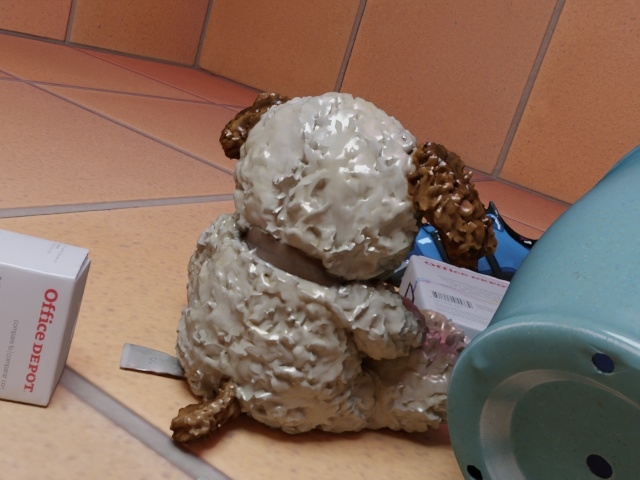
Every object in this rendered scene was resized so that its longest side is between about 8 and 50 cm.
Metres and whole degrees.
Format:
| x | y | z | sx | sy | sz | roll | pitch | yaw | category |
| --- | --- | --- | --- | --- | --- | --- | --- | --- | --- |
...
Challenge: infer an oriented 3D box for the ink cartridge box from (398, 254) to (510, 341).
| x | y | z | sx | sy | sz | roll | pitch | yaw | category |
| --- | --- | --- | --- | --- | --- | --- | --- | --- | --- |
| 0.142 | 0.087 | 0.659 | 0.127 | 0.072 | 0.175 | 17 | 15 | -1 | ink cartridge box |

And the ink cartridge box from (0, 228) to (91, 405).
| x | y | z | sx | sy | sz | roll | pitch | yaw | category |
| --- | --- | --- | --- | --- | --- | --- | --- | --- | --- |
| -0.211 | 0.039 | 0.411 | 0.122 | 0.089 | 0.052 | 13 | 16 | -14 | ink cartridge box |

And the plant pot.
| x | y | z | sx | sy | sz | roll | pitch | yaw | category |
| --- | --- | --- | --- | --- | --- | --- | --- | --- | --- |
| 0.223 | 0.083 | 0.424 | 0.255 | 0.272 | 0.271 | -25 | 40 | -36 | plant pot |

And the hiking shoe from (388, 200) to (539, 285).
| x | y | z | sx | sy | sz | roll | pitch | yaw | category |
| --- | --- | --- | --- | --- | --- | --- | --- | --- | --- |
| 0.173 | 0.003 | 0.872 | 0.304 | 0.132 | 0.113 | 17 | 15 | 0 | hiking shoe |

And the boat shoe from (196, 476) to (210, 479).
| x | y | z | sx | sy | sz | roll | pitch | yaw | category |
| --- | --- | --- | --- | --- | --- | --- | --- | --- | --- |
| -0.045 | 0.136 | 0.292 | 0.219 | 0.070 | 0.078 | 10 | 17 | -24 | boat shoe |

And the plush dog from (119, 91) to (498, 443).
| x | y | z | sx | sy | sz | roll | pitch | yaw | category |
| --- | --- | --- | --- | --- | --- | --- | --- | --- | --- |
| -0.011 | 0.009 | 0.473 | 0.262 | 0.225 | 0.210 | 25 | 17 | 25 | plush dog |
